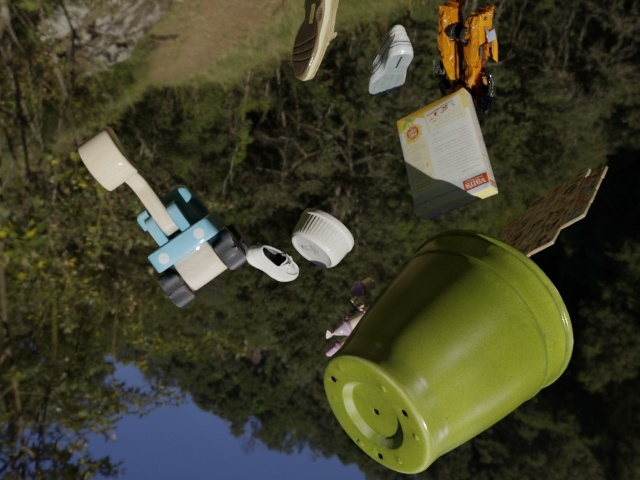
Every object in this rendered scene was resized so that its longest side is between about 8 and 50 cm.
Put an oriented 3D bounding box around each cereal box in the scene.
[{"bbox_3d":[0.266,-0.183,1.250,0.172,0.241,0.047,-21,157,32],"label":"cereal box"}]

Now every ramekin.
[{"bbox_3d":[0.000,0.000,1.964,0.207,0.109,0.207,30,157,14],"label":"ramekin"}]

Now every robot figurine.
[{"bbox_3d":[0.397,-0.485,1.568,0.085,0.291,0.211,-34,-135,-20],"label":"robot figurine"}]

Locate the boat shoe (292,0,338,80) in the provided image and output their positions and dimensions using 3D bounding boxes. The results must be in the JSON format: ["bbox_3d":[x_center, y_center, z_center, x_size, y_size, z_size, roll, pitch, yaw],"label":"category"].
[{"bbox_3d":[0.002,-0.393,1.103,0.068,0.190,0.072,25,-166,41],"label":"boat shoe"}]

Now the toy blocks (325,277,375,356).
[{"bbox_3d":[0.113,0.316,1.895,0.259,0.289,0.309,-24,-132,-25],"label":"toy blocks"}]

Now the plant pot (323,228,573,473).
[{"bbox_3d":[0.204,0.217,1.066,0.352,0.367,0.366,-31,-149,-36],"label":"plant pot"}]

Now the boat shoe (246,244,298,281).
[{"bbox_3d":[-0.107,0.053,1.490,0.063,0.066,0.184,-14,145,35],"label":"boat shoe"}]

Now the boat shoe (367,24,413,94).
[{"bbox_3d":[0.163,-0.411,1.336,0.083,0.076,0.226,-2,170,-13],"label":"boat shoe"}]

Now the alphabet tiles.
[{"bbox_3d":[0.494,-0.045,1.304,0.342,0.011,0.285,-43,-177,-43],"label":"alphabet tiles"}]

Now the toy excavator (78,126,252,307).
[{"bbox_3d":[-0.397,-0.065,1.478,0.445,0.222,0.433,54,-179,-8],"label":"toy excavator"}]
